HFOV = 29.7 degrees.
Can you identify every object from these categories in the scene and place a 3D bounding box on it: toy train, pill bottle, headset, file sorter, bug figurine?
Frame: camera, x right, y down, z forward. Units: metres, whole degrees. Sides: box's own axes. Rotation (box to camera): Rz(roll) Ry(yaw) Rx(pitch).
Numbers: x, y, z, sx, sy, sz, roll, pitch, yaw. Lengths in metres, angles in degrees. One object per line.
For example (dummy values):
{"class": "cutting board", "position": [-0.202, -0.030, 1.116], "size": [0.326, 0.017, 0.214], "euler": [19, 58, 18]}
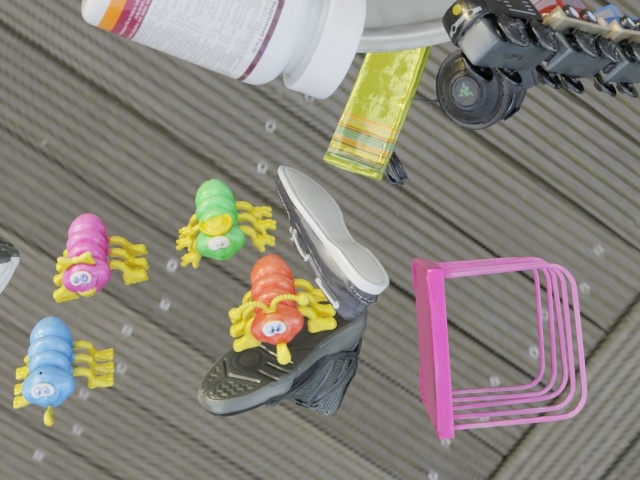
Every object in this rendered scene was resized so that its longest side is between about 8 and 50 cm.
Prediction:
{"class": "toy train", "position": [0.094, -0.077, 0.462], "size": [0.027, 0.158, 0.036], "euler": [-43, 68, 31]}
{"class": "pill bottle", "position": [-0.081, -0.204, 1.027], "size": [0.221, 0.121, 0.121], "euler": [18, 106, -18]}
{"class": "headset", "position": [0.269, -0.225, 1.968], "size": [0.394, 0.243, 0.185], "euler": [-16, 95, 15]}
{"class": "file sorter", "position": [0.223, 0.123, 1.556], "size": [0.182, 0.291, 0.202], "euler": [-4, 91, 1]}
{"class": "bug figurine", "position": [-0.136, 0.041, 1.015], "size": [0.279, 0.216, 0.072], "euler": [-16, 135, 1]}

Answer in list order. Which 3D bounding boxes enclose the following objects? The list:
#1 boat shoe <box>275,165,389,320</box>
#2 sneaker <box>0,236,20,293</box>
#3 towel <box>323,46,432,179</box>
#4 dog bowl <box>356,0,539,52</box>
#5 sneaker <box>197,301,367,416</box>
{"class": "boat shoe", "position": [0.000, 0.000, 0.815], "size": [0.038, 0.046, 0.125], "euler": [-53, 56, 25]}
{"class": "sneaker", "position": [-0.286, 0.028, 0.764], "size": [0.107, 0.279, 0.118], "euler": [18, 90, -33]}
{"class": "towel", "position": [0.091, -0.218, 1.908], "size": [0.102, 0.021, 0.237], "euler": [20, 85, 20]}
{"class": "dog bowl", "position": [0.121, -0.394, 1.623], "size": [0.408, 0.408, 0.150], "euler": [-9, 78, 3]}
{"class": "sneaker", "position": [-0.037, 0.160, 1.345], "size": [0.087, 0.227, 0.130], "euler": [26, 130, 34]}
